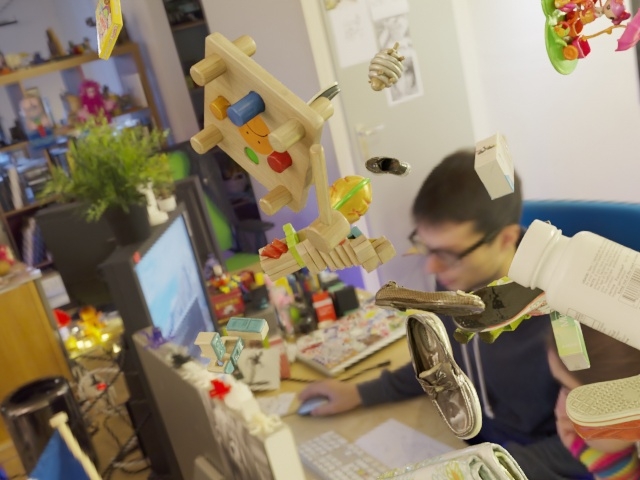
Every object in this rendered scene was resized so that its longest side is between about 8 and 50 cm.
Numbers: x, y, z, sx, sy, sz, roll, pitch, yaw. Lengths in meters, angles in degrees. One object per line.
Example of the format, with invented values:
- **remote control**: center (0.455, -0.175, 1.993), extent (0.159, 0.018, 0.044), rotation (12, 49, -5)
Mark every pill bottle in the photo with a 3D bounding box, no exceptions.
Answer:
- **pill bottle**: center (0.410, 0.060, 1.111), extent (0.229, 0.131, 0.131), rotation (26, 35, 21)

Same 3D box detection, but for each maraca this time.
- **maraca**: center (0.046, -0.076, 1.648), extent (0.185, 0.099, 0.127), rotation (-46, -8, 36)

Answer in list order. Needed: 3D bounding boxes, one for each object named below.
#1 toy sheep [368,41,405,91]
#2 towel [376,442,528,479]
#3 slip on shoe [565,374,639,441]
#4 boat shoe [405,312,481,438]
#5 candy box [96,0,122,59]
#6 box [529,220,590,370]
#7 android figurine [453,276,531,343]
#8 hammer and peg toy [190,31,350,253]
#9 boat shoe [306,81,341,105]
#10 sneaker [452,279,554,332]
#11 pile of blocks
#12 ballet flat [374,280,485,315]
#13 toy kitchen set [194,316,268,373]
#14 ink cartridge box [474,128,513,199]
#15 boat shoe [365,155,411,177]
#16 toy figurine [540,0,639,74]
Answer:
- **toy sheep**: center (0.158, -0.413, 1.755), extent (0.132, 0.091, 0.091), rotation (-59, 30, -6)
- **towel**: center (0.263, 0.501, 1.210), extent (0.090, 0.320, 0.374), rotation (-26, -12, -30)
- **slip on shoe**: center (0.645, 0.325, 1.417), extent (0.331, 0.101, 0.123), rotation (-10, 36, 13)
- **boat shoe**: center (0.248, 0.283, 1.564), extent (0.103, 0.285, 0.092), rotation (-33, -29, 29)
- **candy box**: center (-0.516, -0.541, 1.797), extent (0.027, 0.105, 0.206), rotation (11, 42, -30)
- **box**: center (0.578, 0.139, 1.783), extent (0.058, 0.322, 0.232), rotation (-16, -24, 19)
- **android figurine**: center (0.449, 0.156, 1.836), extent (0.273, 0.056, 0.248), rotation (-41, 15, -31)
- **hammer and peg toy**: center (-0.066, -0.166, 1.253), extent (0.361, 0.266, 0.127), rotation (41, 61, 17)
- **boat shoe**: center (-0.027, -0.373, 2.227), extent (0.254, 0.079, 0.095), rotation (-43, -5, -3)
- **sneaker**: center (0.402, 0.132, 1.520), extent (0.270, 0.145, 0.090), rotation (-30, 60, -2)
- **pile of blocks**: center (0.000, 0.000, 1.795), extent (0.362, 0.112, 0.149), rotation (-6, 50, 23)
- **ballet flat**: center (0.205, 0.108, 1.417), extent (0.084, 0.058, 0.250), rotation (28, -20, -38)
- **toy kitchen set**: center (-0.260, 0.279, 2.187), extent (0.122, 0.166, 0.207), rotation (2, 43, 20)
- **ink cartridge box**: center (0.445, -0.198, 1.884), extent (0.061, 0.104, 0.181), rotation (-22, 25, 26)
- **boat shoe**: center (0.151, -0.178, 1.733), extent (0.040, 0.049, 0.142), rotation (23, -6, -40)
- **toy figurine**: center (0.488, -0.387, 1.291), extent (0.159, 0.173, 0.130), rotation (0, 35, 46)
